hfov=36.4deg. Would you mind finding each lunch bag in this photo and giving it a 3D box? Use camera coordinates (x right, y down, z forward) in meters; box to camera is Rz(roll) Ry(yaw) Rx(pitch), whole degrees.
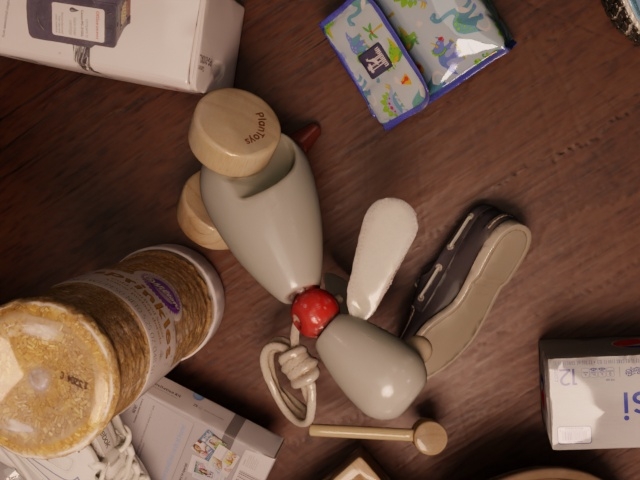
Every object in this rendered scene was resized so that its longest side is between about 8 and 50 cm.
[{"bbox_3d":[0.090,-0.196,0.932,0.151,0.096,0.129,-31,94,24],"label":"lunch bag"}]

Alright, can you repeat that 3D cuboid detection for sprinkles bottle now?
[{"bbox_3d":[-0.180,0.081,0.858,0.121,0.355,0.121,1,97,7],"label":"sprinkles bottle"}]

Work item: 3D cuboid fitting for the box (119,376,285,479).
[{"bbox_3d":[-0.147,0.222,1.006,0.186,0.038,0.145,25,120,3],"label":"box"}]

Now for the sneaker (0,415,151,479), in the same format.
[{"bbox_3d":[-0.226,0.218,0.929,0.129,0.111,0.297,-25,109,41],"label":"sneaker"}]

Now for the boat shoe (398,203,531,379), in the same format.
[{"bbox_3d":[0.130,0.055,0.977,0.206,0.075,0.065,-56,44,14],"label":"boat shoe"}]

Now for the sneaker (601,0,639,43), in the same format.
[{"bbox_3d":[0.296,-0.264,0.910,0.073,0.063,0.162,-18,94,6],"label":"sneaker"}]

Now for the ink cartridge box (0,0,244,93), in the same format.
[{"bbox_3d":[-0.206,-0.206,0.923,0.237,0.172,0.100,12,97,6],"label":"ink cartridge box"}]

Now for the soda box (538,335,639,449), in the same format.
[{"bbox_3d":[0.357,0.140,0.926,0.286,0.098,0.091,-4,94,7],"label":"soda box"}]

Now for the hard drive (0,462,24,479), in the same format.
[{"bbox_3d":[-0.395,0.290,0.969,0.237,0.064,0.339,4,68,-3],"label":"hard drive"}]

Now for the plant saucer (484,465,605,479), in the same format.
[{"bbox_3d":[0.185,0.335,0.945,0.278,0.041,0.278,-7,110,-18],"label":"plant saucer"}]

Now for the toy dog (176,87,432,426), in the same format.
[{"bbox_3d":[0.000,0.000,0.924,0.161,0.220,0.334,-29,92,-30],"label":"toy dog"}]

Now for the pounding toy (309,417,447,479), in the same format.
[{"bbox_3d":[0.047,0.255,0.987,0.206,0.094,0.181,-42,85,0],"label":"pounding toy"}]
